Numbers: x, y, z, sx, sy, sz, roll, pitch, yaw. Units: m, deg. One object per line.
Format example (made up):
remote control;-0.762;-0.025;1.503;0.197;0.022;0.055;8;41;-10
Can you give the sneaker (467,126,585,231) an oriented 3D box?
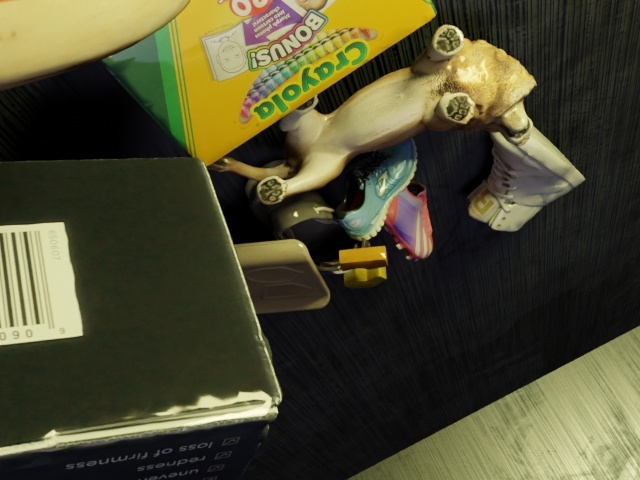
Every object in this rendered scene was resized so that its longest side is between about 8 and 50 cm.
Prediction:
sneaker;0.291;-0.089;1.236;0.169;0.108;0.293;-42;149;18

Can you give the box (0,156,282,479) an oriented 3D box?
box;-0.350;0.181;0.782;0.480;0.297;0.471;-4;143;-25

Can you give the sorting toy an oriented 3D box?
sorting toy;-0.058;0.047;1.124;0.308;0.041;0.229;-5;158;7

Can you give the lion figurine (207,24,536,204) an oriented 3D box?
lion figurine;0.069;-0.142;0.958;0.393;0.142;0.240;-15;-179;5

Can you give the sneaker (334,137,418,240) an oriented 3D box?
sneaker;0.071;-0.082;1.061;0.073;0.063;0.162;34;78;-43

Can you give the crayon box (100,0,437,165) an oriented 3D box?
crayon box;-0.052;-0.210;0.755;0.279;0.081;0.165;-32;135;8

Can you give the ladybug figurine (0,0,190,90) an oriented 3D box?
ladybug figurine;-0.231;-0.199;0.425;0.449;0.305;0.161;-45;156;-54

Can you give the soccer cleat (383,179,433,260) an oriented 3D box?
soccer cleat;0.134;-0.041;1.215;0.095;0.083;0.248;-38;146;9

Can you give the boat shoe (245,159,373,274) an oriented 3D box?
boat shoe;0.000;0.000;1.147;0.112;0.095;0.335;-33;150;10
